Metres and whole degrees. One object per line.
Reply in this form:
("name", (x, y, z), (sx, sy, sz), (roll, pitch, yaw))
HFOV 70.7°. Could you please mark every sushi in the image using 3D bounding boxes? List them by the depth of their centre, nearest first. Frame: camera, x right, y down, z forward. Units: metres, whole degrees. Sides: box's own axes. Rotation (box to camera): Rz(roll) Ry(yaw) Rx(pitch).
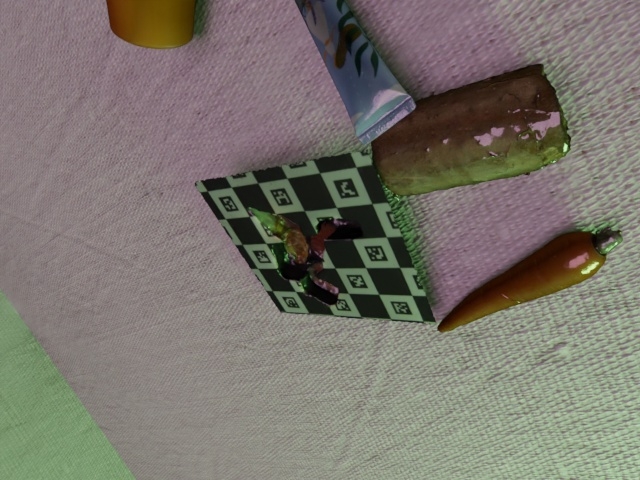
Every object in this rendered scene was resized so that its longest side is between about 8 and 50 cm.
("sushi", (0.000, 0.000, 0.797), (0.360, 0.064, 0.342), (-3, 128, 37))

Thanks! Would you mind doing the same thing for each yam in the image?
("yam", (0.193, -0.138, 0.590), (0.239, 0.127, 0.129), (-9, 140, 40))

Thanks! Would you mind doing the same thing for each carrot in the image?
("carrot", (0.294, 0.070, 0.688), (0.069, 0.069, 0.336), (48, 135, 1))

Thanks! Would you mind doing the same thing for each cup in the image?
("cup", (-0.267, -0.457, 0.691), (0.226, 0.183, 0.263), (57, 146, 37))

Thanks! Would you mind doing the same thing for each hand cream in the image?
("hand cream", (0.033, -0.268, 0.617), (0.091, 0.058, 0.271), (-32, 78, 32))
